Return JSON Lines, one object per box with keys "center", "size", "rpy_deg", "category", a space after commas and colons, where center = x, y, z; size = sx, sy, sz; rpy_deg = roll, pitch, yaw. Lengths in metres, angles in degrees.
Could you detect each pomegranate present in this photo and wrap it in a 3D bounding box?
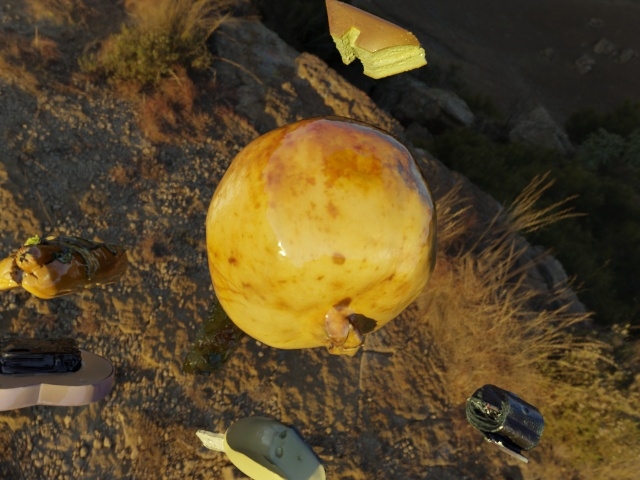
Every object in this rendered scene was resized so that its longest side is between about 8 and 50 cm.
{"center": [0.000, 0.000, 0.479], "size": [0.248, 0.248, 0.248], "rpy_deg": [16, 48, -19], "category": "pomegranate"}

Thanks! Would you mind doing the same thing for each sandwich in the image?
{"center": [0.090, -0.399, 0.957], "size": [0.244, 0.088, 0.090], "rpy_deg": [38, 2, 23], "category": "sandwich"}

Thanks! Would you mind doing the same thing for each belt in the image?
{"center": [0.410, 0.403, 1.109], "size": [0.128, 0.218, 0.122], "rpy_deg": [29, 85, 4], "category": "belt"}

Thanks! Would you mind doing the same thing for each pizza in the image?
{"center": [-0.130, 0.120, 0.714], "size": [0.058, 0.292, 0.197], "rpy_deg": [30, 59, 4], "category": "pizza"}

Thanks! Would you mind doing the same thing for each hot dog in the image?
{"center": [-0.342, 0.030, 0.651], "size": [0.109, 0.269, 0.072], "rpy_deg": [9, 90, -6], "category": "hot dog"}

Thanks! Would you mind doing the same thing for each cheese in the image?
{"center": [-0.104, 0.293, 0.671], "size": [0.127, 0.251, 0.054], "rpy_deg": [56, 49, -17], "category": "cheese"}

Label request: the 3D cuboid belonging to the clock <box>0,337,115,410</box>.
{"center": [-0.403, 0.174, 0.679], "size": [0.198, 0.064, 0.172], "rpy_deg": [10, 5, -35], "category": "clock"}
